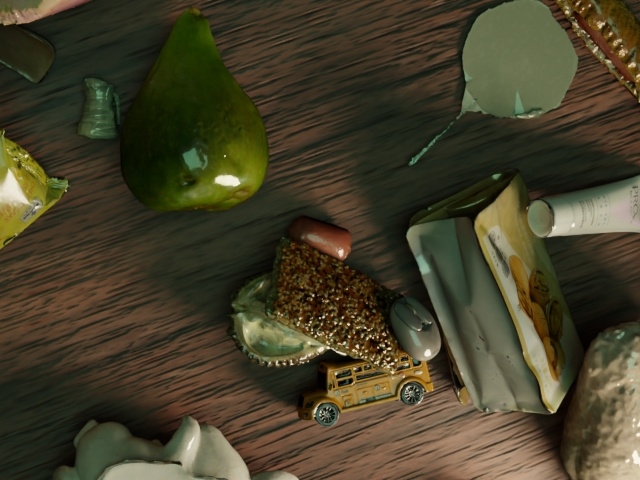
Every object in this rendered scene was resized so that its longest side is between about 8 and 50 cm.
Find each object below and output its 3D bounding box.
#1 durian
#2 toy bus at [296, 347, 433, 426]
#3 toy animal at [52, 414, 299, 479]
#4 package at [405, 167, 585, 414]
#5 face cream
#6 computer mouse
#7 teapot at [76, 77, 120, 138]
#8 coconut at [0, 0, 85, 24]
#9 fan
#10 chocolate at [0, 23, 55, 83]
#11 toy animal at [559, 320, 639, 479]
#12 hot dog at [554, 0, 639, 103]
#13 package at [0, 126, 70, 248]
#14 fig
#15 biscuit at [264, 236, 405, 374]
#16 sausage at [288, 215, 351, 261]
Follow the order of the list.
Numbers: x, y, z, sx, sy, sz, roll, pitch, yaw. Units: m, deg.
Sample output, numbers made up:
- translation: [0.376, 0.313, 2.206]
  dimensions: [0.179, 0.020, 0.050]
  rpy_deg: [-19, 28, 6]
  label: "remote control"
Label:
- translation: [-0.047, 0.121, 1.847]
  dimensions: [0.188, 0.091, 0.148]
  rpy_deg: [24, 73, -4]
  label: "durian"
- translation: [0.058, 0.208, 1.889]
  dimensions: [0.194, 0.083, 0.088]
  rpy_deg: [-12, 92, -13]
  label: "toy bus"
- translation: [-0.199, 0.350, 1.824]
  dimensions: [0.325, 0.154, 0.208]
  rpy_deg: [31, 98, -19]
  label: "toy animal"
- translation: [0.244, 0.084, 1.891]
  dimensions: [0.165, 0.221, 0.311]
  rpy_deg: [-13, 107, 31]
  label: "package"
- translation: [0.404, -0.043, 1.907]
  dimensions: [0.243, 0.058, 0.092]
  rpy_deg: [-9, 101, -36]
  label: "face cream"
- translation: [0.138, 0.124, 1.853]
  dimensions: [0.066, 0.039, 0.096]
  rpy_deg: [-25, 90, -42]
  label: "computer mouse"
- translation: [-0.299, -0.180, 1.774]
  dimensions: [0.067, 0.057, 0.083]
  rpy_deg: [-4, 98, -49]
  label: "teapot"
- translation: [-0.351, -0.397, 1.636]
  dimensions: [0.233, 0.245, 0.233]
  rpy_deg: [8, 115, 17]
  label: "coconut"
- translation: [0.238, -0.215, 1.895]
  dimensions: [0.310, 0.010, 0.182]
  rpy_deg: [-42, 104, -6]
  label: "fan"
- translation: [-0.405, -0.259, 1.748]
  dimensions: [0.100, 0.031, 0.064]
  rpy_deg: [28, 110, -10]
  label: "chocolate"
- translation: [0.468, 0.265, 1.911]
  dimensions: [0.226, 0.188, 0.358]
  rpy_deg: [-16, 132, -29]
  label: "toy animal"
- translation: [0.432, -0.299, 1.895]
  dimensions: [0.083, 0.068, 0.289]
  rpy_deg: [-45, 103, -9]
  label: "hot dog"
- translation: [-0.457, -0.041, 1.729]
  dimensions: [0.226, 0.090, 0.168]
  rpy_deg: [-41, 141, 0]
  label: "package"
- translation: [-0.177, -0.175, 1.744]
  dimensions: [0.206, 0.206, 0.275]
  rpy_deg: [-6, 86, -10]
  label: "fig"
- translation: [0.026, 0.091, 1.819]
  dimensions: [0.231, 0.025, 0.131]
  rpy_deg: [26, 56, -28]
  label: "biscuit"
- translation: [0.000, 0.001, 1.856]
  dimensions: [0.094, 0.059, 0.054]
  rpy_deg: [17, 95, -14]
  label: "sausage"
